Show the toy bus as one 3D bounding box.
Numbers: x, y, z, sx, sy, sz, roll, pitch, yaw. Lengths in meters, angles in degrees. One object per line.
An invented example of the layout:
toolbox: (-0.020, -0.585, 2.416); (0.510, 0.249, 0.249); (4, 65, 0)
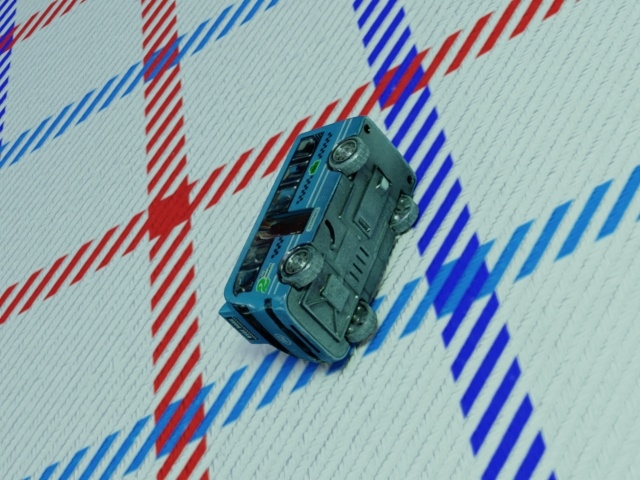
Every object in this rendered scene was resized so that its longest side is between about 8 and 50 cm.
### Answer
toy bus: (0.000, 0.000, 1.224); (0.134, 0.113, 0.246); (-6, 49, 41)
